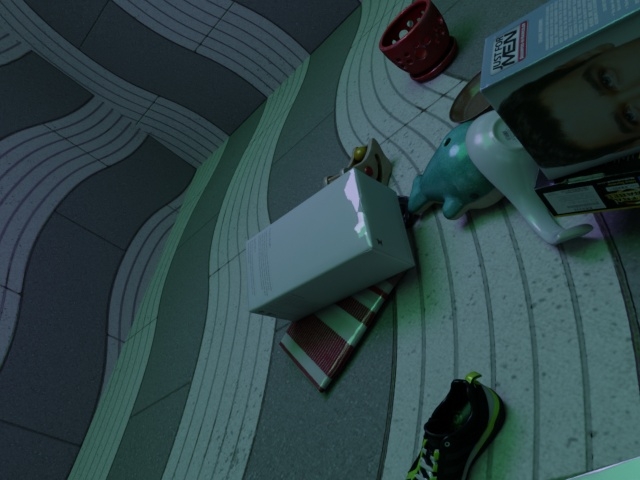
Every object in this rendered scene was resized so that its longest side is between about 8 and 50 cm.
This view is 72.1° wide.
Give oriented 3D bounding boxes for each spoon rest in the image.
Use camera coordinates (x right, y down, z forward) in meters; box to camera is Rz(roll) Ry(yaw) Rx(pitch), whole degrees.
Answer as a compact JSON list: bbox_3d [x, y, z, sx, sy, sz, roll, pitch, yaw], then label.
[{"bbox_3d":[0.343,-0.111,0.741,0.138,0.084,0.276,-17,64,0],"label":"spoon rest"}]

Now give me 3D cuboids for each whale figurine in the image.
[{"bbox_3d":[0.269,-0.144,0.906,0.272,0.141,0.216,-21,45,55],"label":"whale figurine"}]

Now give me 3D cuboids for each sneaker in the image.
[{"bbox_3d":[0.164,0.290,0.618,0.234,0.097,0.084,-57,28,-9],"label":"sneaker"}]

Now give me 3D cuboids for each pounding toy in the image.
[{"bbox_3d":[0.073,-0.146,1.188,0.155,0.154,0.269,-19,42,46],"label":"pounding toy"}]

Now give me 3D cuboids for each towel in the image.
[{"bbox_3d":[0.046,0.156,1.014,0.328,0.037,0.237,-56,29,-4],"label":"towel"}]

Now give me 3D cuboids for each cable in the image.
[{"bbox_3d":[0.143,-0.039,1.060,0.185,0.047,0.151,-41,37,-13],"label":"cable"}]

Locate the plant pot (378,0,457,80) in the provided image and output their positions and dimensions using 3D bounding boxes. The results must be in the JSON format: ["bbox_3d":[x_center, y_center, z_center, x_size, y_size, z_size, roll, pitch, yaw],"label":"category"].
[{"bbox_3d":[0.301,-0.594,1.333,0.191,0.174,0.191,-36,32,27],"label":"plant pot"}]

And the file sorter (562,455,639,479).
[{"bbox_3d":[0.335,0.266,0.311,0.278,0.173,0.192,-38,33,27],"label":"file sorter"}]

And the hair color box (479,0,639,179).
[{"bbox_3d":[0.383,-0.211,0.446,0.375,0.185,0.113,-19,45,46],"label":"hair color box"}]

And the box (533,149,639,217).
[{"bbox_3d":[0.458,-0.196,0.592,0.257,0.079,0.321,-10,50,53],"label":"box"}]

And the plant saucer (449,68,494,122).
[{"bbox_3d":[0.394,-0.349,1.043,0.198,0.036,0.198,-45,21,23],"label":"plant saucer"}]

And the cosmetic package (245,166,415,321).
[{"bbox_3d":[0.002,0.027,0.978,0.366,0.155,0.196,-29,55,35],"label":"cosmetic package"}]
